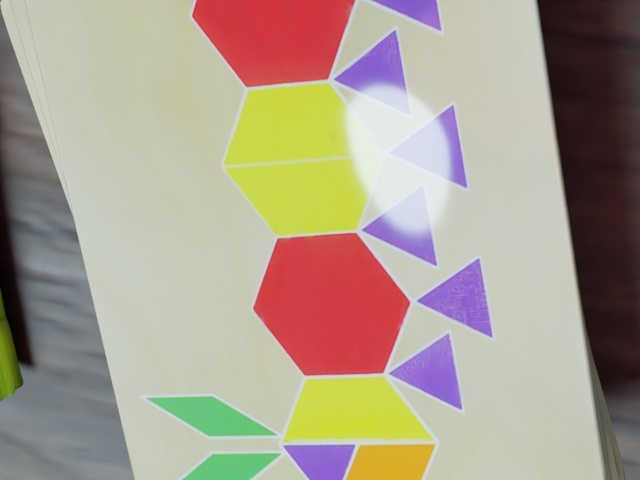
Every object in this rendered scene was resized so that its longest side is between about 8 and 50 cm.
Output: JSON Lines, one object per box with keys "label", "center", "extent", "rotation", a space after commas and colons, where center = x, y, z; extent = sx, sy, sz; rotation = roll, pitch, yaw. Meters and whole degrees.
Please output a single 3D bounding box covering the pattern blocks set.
{"label": "pattern blocks set", "center": [0.000, 0.000, 0.466], "extent": [0.285, 0.026, 0.325], "rotation": [5, 112, 20]}
